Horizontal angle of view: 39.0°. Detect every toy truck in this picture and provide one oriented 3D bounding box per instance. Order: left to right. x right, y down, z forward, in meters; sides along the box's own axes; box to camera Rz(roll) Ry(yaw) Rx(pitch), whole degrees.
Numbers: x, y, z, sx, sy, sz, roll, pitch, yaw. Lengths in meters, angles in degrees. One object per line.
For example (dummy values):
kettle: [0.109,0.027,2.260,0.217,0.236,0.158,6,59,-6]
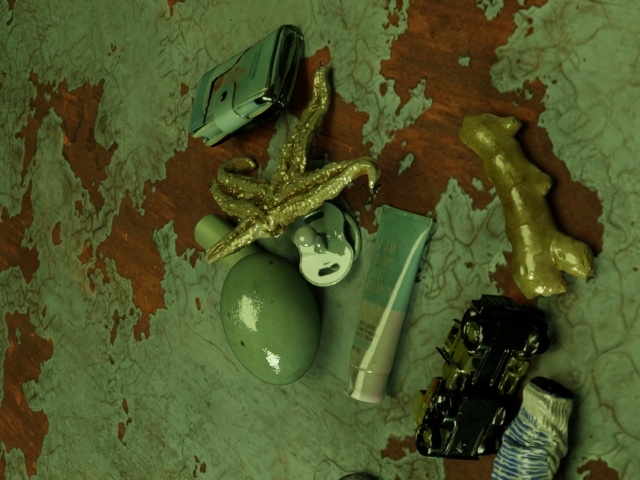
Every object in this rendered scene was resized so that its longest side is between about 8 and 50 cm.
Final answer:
toy truck: [0.219,0.190,1.292,0.127,0.127,0.257,-116,39,-53]

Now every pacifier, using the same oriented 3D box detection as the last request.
pacifier: [0.000,0.000,1.533,0.126,0.116,0.150,-14,76,20]

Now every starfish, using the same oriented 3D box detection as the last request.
starfish: [-0.053,-0.124,1.566,0.432,0.082,0.324,-35,38,39]

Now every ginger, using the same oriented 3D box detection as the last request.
ginger: [0.275,-0.059,1.268,0.118,0.065,0.299,-34,67,27]

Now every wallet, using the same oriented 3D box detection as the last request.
wallet: [-0.141,-0.284,1.680,0.250,0.075,0.176,-20,50,45]

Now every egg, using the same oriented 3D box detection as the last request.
egg: [-0.087,0.137,1.581,0.169,0.169,0.237,-9,98,47]

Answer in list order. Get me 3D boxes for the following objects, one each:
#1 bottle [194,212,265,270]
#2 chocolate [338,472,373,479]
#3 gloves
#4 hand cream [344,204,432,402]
bottle: [-0.161,0.023,1.733,0.201,0.072,0.072,37,117,40]
chocolate: [0.086,0.448,1.477,0.167,0.072,0.072,46,122,36]
gloves: [0.290,0.300,1.251,0.119,0.097,0.229,-133,45,-72]
hand cream: [0.104,0.103,1.457,0.111,0.070,0.312,18,100,48]
